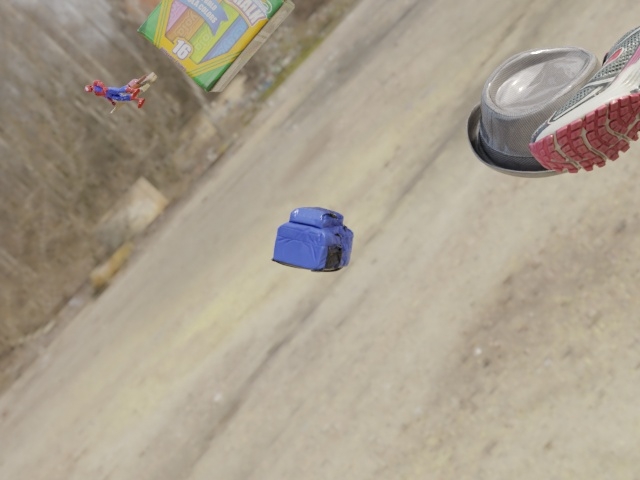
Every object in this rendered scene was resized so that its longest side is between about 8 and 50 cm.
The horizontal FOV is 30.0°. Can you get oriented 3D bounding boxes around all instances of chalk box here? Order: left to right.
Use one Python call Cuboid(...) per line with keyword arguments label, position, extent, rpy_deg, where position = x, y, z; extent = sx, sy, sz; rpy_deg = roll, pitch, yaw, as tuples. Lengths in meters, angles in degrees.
Cuboid(label="chalk box", position=(-0.125, -0.325, 1.640), extent=(0.213, 0.132, 0.132), rpy_deg=(-49, 2, 8))

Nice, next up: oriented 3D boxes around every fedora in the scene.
Cuboid(label="fedora", position=(0.355, -0.220, 1.869), extent=(0.275, 0.124, 0.244), rpy_deg=(-24, 45, -8))

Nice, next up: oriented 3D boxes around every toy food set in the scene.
Cuboid(label="toy food set", position=(-0.324, -0.262, 2.070), extent=(0.122, 0.019, 0.078), rpy_deg=(-25, 24, 44))

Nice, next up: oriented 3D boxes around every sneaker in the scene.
Cuboid(label="sneaker", position=(0.415, -0.207, 1.662), extent=(0.299, 0.121, 0.112), rpy_deg=(-37, 49, 0))

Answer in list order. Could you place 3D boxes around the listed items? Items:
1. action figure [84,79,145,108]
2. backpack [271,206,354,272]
Cuboid(label="action figure", position=(-0.339, -0.239, 1.942), extent=(0.115, 0.038, 0.030), rpy_deg=(16, 61, 32))
Cuboid(label="backpack", position=(0.000, 0.000, 1.859), extent=(0.120, 0.098, 0.101), rpy_deg=(4, -77, -61))
